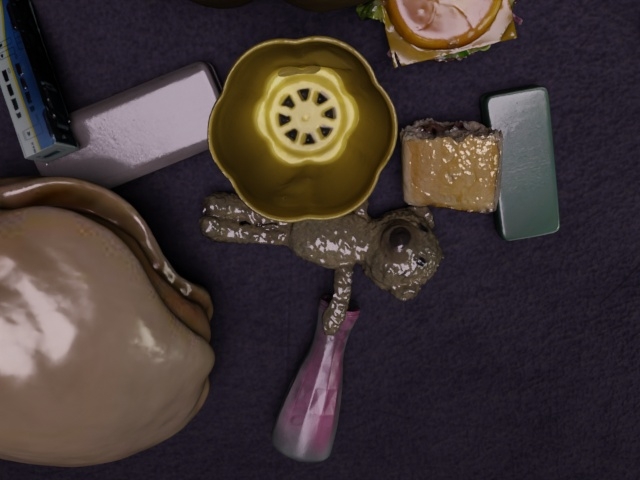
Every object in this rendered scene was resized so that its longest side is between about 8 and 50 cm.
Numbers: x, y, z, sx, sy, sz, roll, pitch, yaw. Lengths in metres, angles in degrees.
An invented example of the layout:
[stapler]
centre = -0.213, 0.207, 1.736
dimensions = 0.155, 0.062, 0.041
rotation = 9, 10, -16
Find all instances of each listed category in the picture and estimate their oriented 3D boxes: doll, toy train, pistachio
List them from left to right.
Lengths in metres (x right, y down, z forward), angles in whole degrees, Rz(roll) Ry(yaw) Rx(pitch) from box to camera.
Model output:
[toy train]
centre = -0.345, -0.208, 0.806
dimensions = 0.051, 0.052, 0.234
rotation = -21, 85, 11
[pistachio]
centre = -0.329, 0.099, 0.817
dimensions = 0.445, 0.281, 0.365
rotation = 27, 114, -27
[doll]
centre = 0.006, -0.016, 0.873
dimensions = 0.285, 0.091, 0.203
rotation = 35, 72, 11

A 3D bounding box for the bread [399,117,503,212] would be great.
[bread]
centre = 0.158, -0.093, 0.840
dimensions = 0.125, 0.082, 0.106
rotation = 6, 122, 19

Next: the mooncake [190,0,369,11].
[mooncake]
centre = -0.056, -0.442, 0.623
dimensions = 0.466, 0.262, 0.468
rotation = 4, 102, 17

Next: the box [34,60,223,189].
[box]
centre = -0.228, -0.131, 0.852
dimensions = 0.243, 0.055, 0.103
rotation = -20, 104, 7

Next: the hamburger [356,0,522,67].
[hamburger]
centre = 0.133, -0.281, 0.787
dimensions = 0.189, 0.093, 0.164
rotation = -2, 104, 1

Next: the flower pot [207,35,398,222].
[flower pot]
centre = -0.020, -0.131, 0.786
dimensions = 0.195, 0.179, 0.195
rotation = 0, 105, -1

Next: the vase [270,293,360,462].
[vase]
centre = -0.001, 0.181, 0.931
dimensions = 0.086, 0.086, 0.214
rotation = 15, 101, -4

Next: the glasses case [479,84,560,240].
[glasses case]
centre = 0.248, -0.096, 0.867
dimensions = 0.077, 0.039, 0.184
rotation = -10, 106, 3
